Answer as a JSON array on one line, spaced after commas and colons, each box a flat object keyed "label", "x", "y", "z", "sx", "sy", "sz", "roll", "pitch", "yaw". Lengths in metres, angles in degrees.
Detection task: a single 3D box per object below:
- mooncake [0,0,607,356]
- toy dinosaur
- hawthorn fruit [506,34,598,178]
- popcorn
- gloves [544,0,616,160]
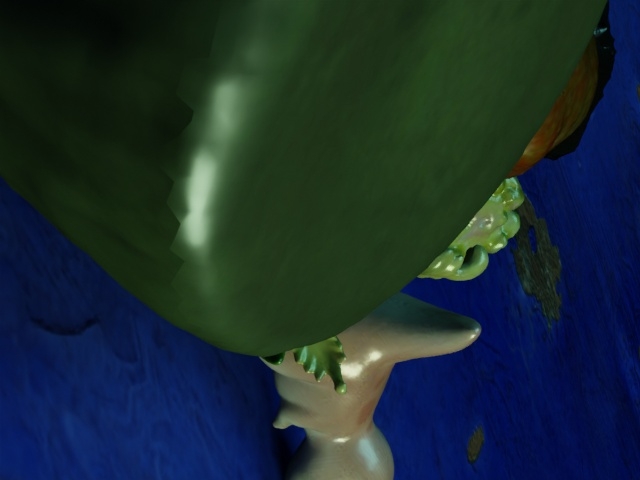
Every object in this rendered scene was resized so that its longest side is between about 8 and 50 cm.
[{"label": "mooncake", "x": -0.009, "y": -0.132, "z": 0.756, "sx": 0.356, "sy": 0.194, "sz": 0.356, "roll": -42, "pitch": 152, "yaw": -28}, {"label": "toy dinosaur", "x": 0.013, "y": 0.080, "z": 0.935, "sx": 0.177, "sy": 0.194, "sz": 0.152, "roll": 51, "pitch": 23, "yaw": -10}, {"label": "hawthorn fruit", "x": 0.076, "y": -0.162, "z": 1.116, "sx": 0.262, "sy": 0.210, "sz": 0.210, "roll": 65, "pitch": 26, "yaw": -5}, {"label": "popcorn", "x": 0.103, "y": -0.034, "z": 1.254, "sx": 0.097, "sy": 0.089, "sz": 0.109, "roll": -55, "pitch": 131, "yaw": -9}, {"label": "gloves", "x": 0.147, "y": -0.213, "z": 1.322, "sx": 0.301, "sy": 0.152, "sz": 0.197, "roll": -98, "pitch": -158, "yaw": -50}]
